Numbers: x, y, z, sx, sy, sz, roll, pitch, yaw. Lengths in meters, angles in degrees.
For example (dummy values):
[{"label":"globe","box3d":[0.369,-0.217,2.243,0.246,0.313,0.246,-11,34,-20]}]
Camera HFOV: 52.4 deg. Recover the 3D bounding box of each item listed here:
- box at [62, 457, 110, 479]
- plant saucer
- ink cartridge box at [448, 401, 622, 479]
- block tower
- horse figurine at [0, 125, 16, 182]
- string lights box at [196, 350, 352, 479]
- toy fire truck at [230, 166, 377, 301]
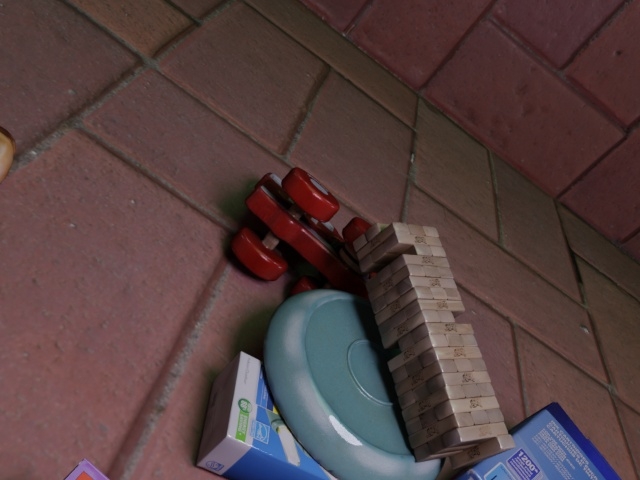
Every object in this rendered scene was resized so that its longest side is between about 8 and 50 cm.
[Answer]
[{"label":"box","box3d":[-0.161,0.355,0.529,0.293,0.057,0.201,42,48,0]},{"label":"plant saucer","box3d":[0.067,0.189,0.894,0.318,0.043,0.317,27,37,-23]},{"label":"ink cartridge box","box3d":[0.346,0.420,0.977,0.395,0.151,0.270,-6,55,-53]},{"label":"block tower","box3d":[0.142,0.129,0.876,0.097,0.091,0.335,5,56,-36]},{"label":"horse figurine","box3d":[-0.462,-0.096,0.807,0.174,0.066,0.263,30,35,-8]},{"label":"string lights box","box3d":[-0.018,0.262,0.834,0.260,0.077,0.133,30,33,-19]},{"label":"toy fire truck","box3d":[0.000,0.000,1.126,0.302,0.169,0.254,40,13,-4]}]
